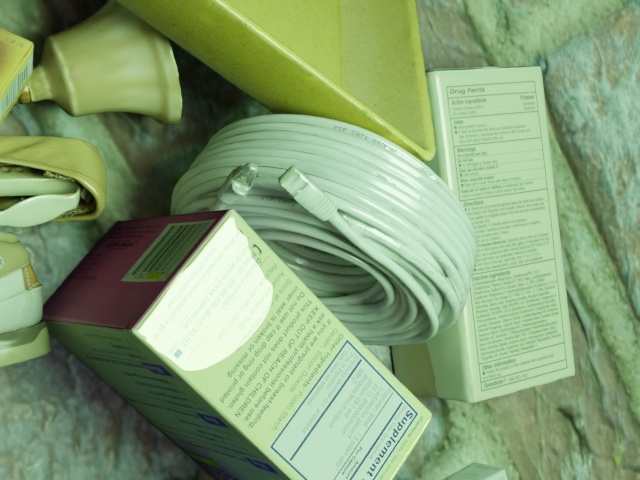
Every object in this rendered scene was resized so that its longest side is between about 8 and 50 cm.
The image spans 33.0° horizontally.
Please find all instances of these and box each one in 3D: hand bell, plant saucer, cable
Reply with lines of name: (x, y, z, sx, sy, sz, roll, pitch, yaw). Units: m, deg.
hand bell: (-0.244, -0.117, 0.849, 0.242, 0.126, 0.126, -20, 99, -20)
plant saucer: (-0.057, -0.229, 0.899, 0.332, 0.081, 0.333, 33, 34, -27)
cable: (0.000, 0.000, 0.900, 0.257, 0.257, 0.089, 32, 62, -26)

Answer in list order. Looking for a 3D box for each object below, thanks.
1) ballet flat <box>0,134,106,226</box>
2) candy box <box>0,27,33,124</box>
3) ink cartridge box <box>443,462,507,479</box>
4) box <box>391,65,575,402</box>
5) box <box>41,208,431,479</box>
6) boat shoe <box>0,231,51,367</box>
ballet flat: (-0.271, -0.043, 0.809, 0.232, 0.080, 0.073, -5, 47, -25)
candy box: (-0.292, -0.081, 0.751, 0.109, 0.053, 0.187, 26, 65, -4)
ink cartridge box: (0.138, 0.292, 1.092, 0.122, 0.052, 0.089, -21, 99, -30)
box: (0.145, -0.010, 1.068, 0.148, 0.121, 0.311, -7, 92, -33)
box: (-0.074, 0.101, 0.868, 0.243, 0.213, 0.117, 47, 66, -22)
boat shoe: (-0.343, 0.059, 0.766, 0.302, 0.113, 0.103, -10, 92, -43)
